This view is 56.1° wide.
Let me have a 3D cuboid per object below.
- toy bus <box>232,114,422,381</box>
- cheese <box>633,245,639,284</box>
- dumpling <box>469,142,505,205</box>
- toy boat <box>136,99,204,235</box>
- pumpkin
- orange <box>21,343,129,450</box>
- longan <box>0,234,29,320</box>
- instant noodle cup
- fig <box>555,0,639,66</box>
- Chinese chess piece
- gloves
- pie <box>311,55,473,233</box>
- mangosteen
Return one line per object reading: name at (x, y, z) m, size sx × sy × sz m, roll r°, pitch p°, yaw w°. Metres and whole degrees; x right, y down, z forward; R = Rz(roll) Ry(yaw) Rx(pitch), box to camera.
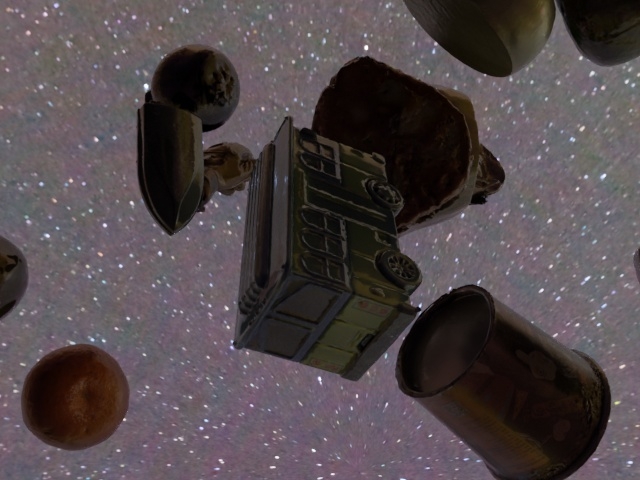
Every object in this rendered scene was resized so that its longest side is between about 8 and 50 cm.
toy bus at (0.000, 0.000, 0.766) m, size 0.190 × 0.152 × 0.312 m, roll 19°, pitch -141°, yaw -18°
cheese at (0.474, 0.059, 0.695) m, size 0.117 × 0.218 × 0.235 m, roll -37°, pitch -137°, yaw -2°
dumpling at (0.329, -0.183, 1.572) m, size 0.292 × 0.164 × 0.205 m, roll 10°, pitch -151°, yaw 6°
toy boat at (-0.318, -0.153, 1.270) m, size 0.141 × 0.092 × 0.320 m, roll 11°, pitch -123°, yaw -33°
pumpkin at (0.216, -0.184, 1.276) m, size 0.199 × 0.332 × 0.333 m, roll -12°, pitch -111°, yaw -1°
orange at (-0.522, 0.332, 1.284) m, size 0.224 × 0.170 × 0.224 m, roll 7°, pitch -101°, yaw -40°
longan at (-0.620, 0.070, 1.061) m, size 0.212 × 0.198 × 0.198 m, roll -30°, pitch -117°, yaw 38°
instant noodle cup at (0.232, 0.186, 0.807) m, size 0.207 × 0.217 × 0.218 m, roll 38°, pitch -107°, yaw -18°
fig at (0.476, -0.377, 0.876) m, size 0.235 × 0.203 × 0.203 m, roll -18°, pitch -115°, yaw 32°
Chinese chess piece at (0.210, -0.328, 0.823) m, size 0.238 × 0.237 × 0.092 m, roll 43°, pitch -85°, yaw 17°
gloves at (-0.269, -0.183, 1.597) m, size 0.154 × 0.331 × 0.141 m, roll -37°, pitch -86°, yaw 30°
pie at (0.118, -0.149, 1.010) m, size 0.308 × 0.085 × 0.309 m, roll 0°, pitch -94°, yaw -4°
mangosteen at (-0.311, -0.367, 1.465) m, size 0.242 × 0.243 × 0.243 m, roll -1°, pitch -111°, yaw 3°
